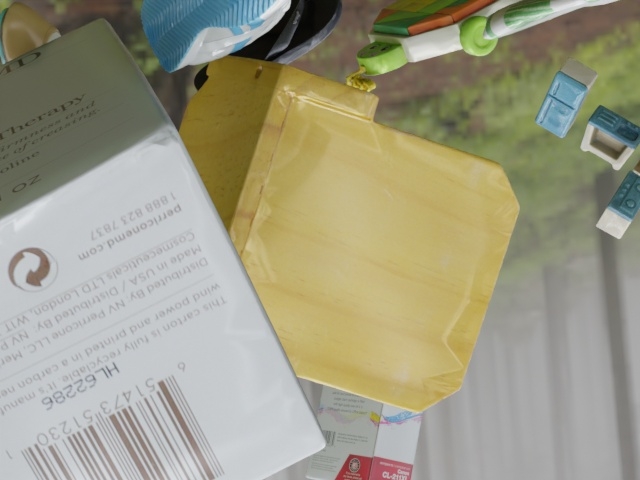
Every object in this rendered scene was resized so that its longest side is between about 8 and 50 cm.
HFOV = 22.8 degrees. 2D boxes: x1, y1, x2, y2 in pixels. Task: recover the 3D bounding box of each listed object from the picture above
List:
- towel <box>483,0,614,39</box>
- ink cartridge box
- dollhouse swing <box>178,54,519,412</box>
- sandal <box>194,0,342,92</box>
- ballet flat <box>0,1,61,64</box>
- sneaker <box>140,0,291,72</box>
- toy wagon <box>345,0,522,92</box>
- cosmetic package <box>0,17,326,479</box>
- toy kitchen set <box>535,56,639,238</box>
[{"bbox_3d":[0.371,-0.296,1.829,0.248,0.038,0.325,-22,-170,-39],"label":"towel"},{"bbox_3d":[0.061,0.222,1.981,0.072,0.175,0.127,18,169,-35],"label":"ink cartridge box"},{"bbox_3d":[0.000,0.000,1.835,0.305,0.346,0.315,16,-178,-26],"label":"dollhouse swing"},{"bbox_3d":[-0.065,-0.275,2.134,0.097,0.254,0.054,28,154,37],"label":"sandal"},{"bbox_3d":[-0.275,-0.169,1.661,0.073,0.080,0.232,9,154,9],"label":"ballet flat"},{"bbox_3d":[-0.064,-0.207,1.276,0.092,0.087,0.229,-24,-178,-30],"label":"sneaker"},{"bbox_3d":[0.179,-0.320,2.320,0.344,0.068,0.267,-30,-158,-20],"label":"toy wagon"},{"bbox_3d":[-0.241,0.049,1.435,0.329,0.327,0.393,-28,-155,-5],"label":"cosmetic package"},{"bbox_3d":[0.400,-0.134,2.327,0.207,0.166,0.122,31,146,10],"label":"toy kitchen set"}]
